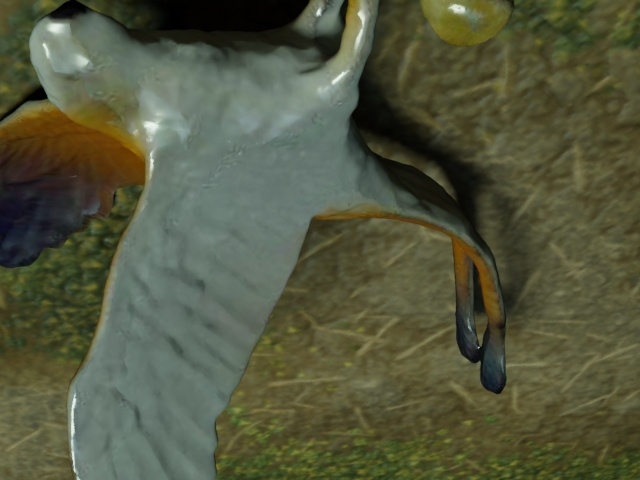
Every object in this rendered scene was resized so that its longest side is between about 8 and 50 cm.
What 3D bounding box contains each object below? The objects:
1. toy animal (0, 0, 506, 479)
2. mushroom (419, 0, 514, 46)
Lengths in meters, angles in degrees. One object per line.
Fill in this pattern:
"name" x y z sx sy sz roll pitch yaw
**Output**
"toy animal" 0.003 -0.017 0.617 0.284 0.225 0.302 -6 134 -25
"mushroom" 0.054 -0.190 0.485 0.068 0.043 0.306 -24 141 -9
